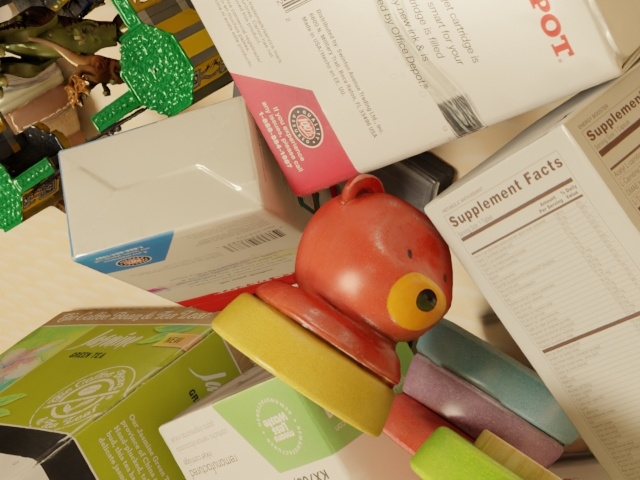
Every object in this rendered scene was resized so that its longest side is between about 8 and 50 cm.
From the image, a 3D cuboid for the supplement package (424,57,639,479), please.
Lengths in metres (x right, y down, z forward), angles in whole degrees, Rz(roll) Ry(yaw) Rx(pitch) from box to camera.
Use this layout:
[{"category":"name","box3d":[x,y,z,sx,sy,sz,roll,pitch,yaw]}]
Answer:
[{"category":"supplement package","box3d":[0.201,0.028,0.783,0.244,0.134,0.139,56,145,-2]}]

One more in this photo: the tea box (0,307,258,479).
[{"category":"tea box","box3d":[-0.229,0.233,1.282,0.329,0.323,0.220,-5,115,50]}]

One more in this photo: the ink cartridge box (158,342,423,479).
[{"category":"ink cartridge box","box3d":[0.044,0.254,1.093,0.207,0.119,0.353,-29,91,50]}]

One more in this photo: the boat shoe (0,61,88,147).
[{"category":"boat shoe","box3d":[-0.319,-0.067,1.321,0.116,0.123,0.324,57,146,-7]}]

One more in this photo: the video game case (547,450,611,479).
[{"category":"video game case","box3d":[0.233,0.244,1.018,0.183,0.023,0.201,-20,103,54]}]

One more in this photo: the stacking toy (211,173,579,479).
[{"category":"stacking toy","box3d":[0.119,0.099,0.851,0.279,0.130,0.309,31,177,40]}]

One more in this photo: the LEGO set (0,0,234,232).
[{"category":"LEGO set","box3d":[-0.155,-0.171,0.994,0.255,0.192,0.331,52,135,0]}]

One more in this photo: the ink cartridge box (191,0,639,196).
[{"category":"ink cartridge box","box3d":[0.055,-0.148,0.795,0.237,0.100,0.172,-20,103,39]}]

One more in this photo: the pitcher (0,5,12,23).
[{"category":"pitcher","box3d":[-0.383,-0.206,1.296,0.207,0.125,0.178,-39,66,44]}]

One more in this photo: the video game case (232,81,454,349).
[{"category":"video game case","box3d":[0.000,0.000,1.088,0.196,0.026,0.274,36,141,24]}]

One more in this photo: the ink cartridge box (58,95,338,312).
[{"category":"ink cartridge box","box3d":[-0.066,-0.015,0.957,0.134,0.231,0.078,-15,74,14]}]
